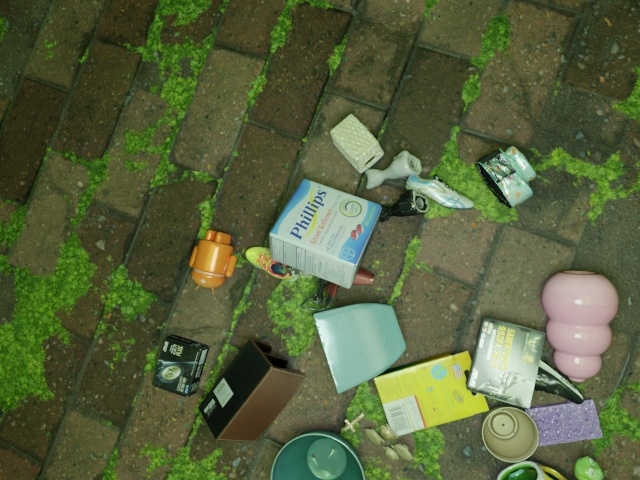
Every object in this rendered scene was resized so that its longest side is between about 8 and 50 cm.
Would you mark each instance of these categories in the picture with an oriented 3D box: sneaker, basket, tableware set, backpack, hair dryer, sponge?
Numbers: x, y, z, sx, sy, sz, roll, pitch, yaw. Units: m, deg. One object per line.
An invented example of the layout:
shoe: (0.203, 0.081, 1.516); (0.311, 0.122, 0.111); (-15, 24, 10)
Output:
sneaker: (-0.177, 0.078, 1.593); (0.209, 0.094, 0.081); (23, 91, 12)
basket: (0.122, -0.337, 1.559); (0.113, 0.103, 0.167); (-40, 69, 4)
tableware set: (0.220, 0.658, 1.462); (0.141, 0.168, 0.020); (49, 53, 5)
backpack: (0.604, -0.202, 1.448); (0.145, 0.166, 0.188); (-28, 84, 16)
sneaker: (0.405, -0.168, 1.515); (0.237, 0.085, 0.086); (24, 113, 12)
hair dryer: (0.046, 0.147, 1.507); (0.294, 0.080, 0.223); (-11, 46, -20)
sponge: (0.763, 0.575, 1.424); (0.210, 0.031, 0.117); (-12, 83, 9)
sneaker: (0.673, 0.433, 1.423); (0.283, 0.107, 0.124); (38, 96, 20)

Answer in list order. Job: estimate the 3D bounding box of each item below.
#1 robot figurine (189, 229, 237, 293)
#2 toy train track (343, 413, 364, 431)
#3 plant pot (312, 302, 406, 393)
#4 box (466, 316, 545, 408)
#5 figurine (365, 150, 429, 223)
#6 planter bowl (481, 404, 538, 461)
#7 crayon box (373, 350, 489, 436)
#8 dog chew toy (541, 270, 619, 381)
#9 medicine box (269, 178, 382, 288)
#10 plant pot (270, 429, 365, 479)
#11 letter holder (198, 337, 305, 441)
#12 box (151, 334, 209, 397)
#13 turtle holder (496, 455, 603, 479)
robot figurine: (-0.385, 0.076, 1.610); (0.158, 0.128, 0.219); (14, 88, -14)
toy train track: (0.115, 0.620, 1.540); (0.083, 0.014, 0.048); (-40, 73, -1)
plant pot: (0.129, 0.316, 1.455); (0.253, 0.248, 0.247); (-17, 82, -4)
box: (0.562, 0.368, 1.377); (0.183, 0.056, 0.230); (14, 83, 19)
figurine: (0.240, -0.171, 1.522); (0.210, 0.092, 0.214); (-16, 80, 45)
planter bowl: (0.581, 0.592, 1.414); (0.162, 0.109, 0.161); (-1, 84, 9)
crayon box: (0.356, 0.495, 1.474); (0.319, 0.081, 0.202); (-18, 83, 8)
dog chew toy: (0.782, 0.261, 1.368); (0.207, 0.206, 0.331); (0, 93, 10)
medicine box: (0.018, -0.027, 1.484); (0.290, 0.149, 0.263); (20, 56, 10)
plant pot: (0.006, 0.741, 1.454); (0.291, 0.195, 0.290); (-1, 85, 9)
letter holder: (-0.227, 0.521, 1.551); (0.301, 0.214, 0.152); (-53, 48, 3)
box: (-0.503, 0.449, 1.625); (0.148, 0.077, 0.180); (16, 88, 11)
turtle holder: (0.656, 0.767, 1.297); (0.320, 0.243, 0.227); (-29, 95, 33)
